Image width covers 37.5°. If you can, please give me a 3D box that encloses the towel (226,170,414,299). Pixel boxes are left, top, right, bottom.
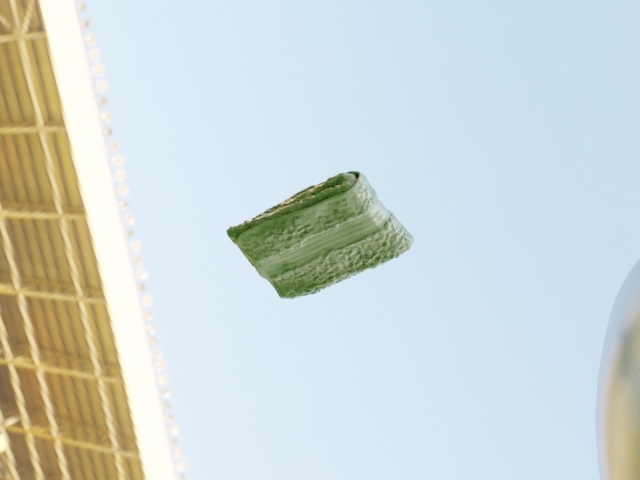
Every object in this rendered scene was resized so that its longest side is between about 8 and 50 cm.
[{"bbox_3d":[0.000,0.000,0.853,0.148,0.027,0.110,-24,-52,25],"label":"towel"}]

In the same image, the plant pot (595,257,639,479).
[{"bbox_3d":[0.268,0.083,0.511,0.195,0.290,0.290,-114,-151,-48],"label":"plant pot"}]
